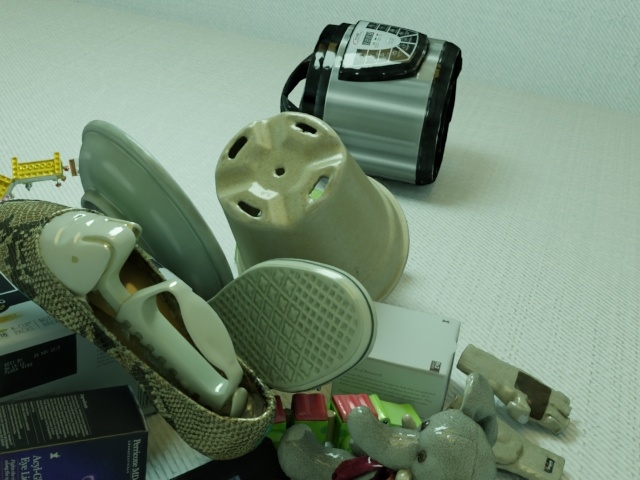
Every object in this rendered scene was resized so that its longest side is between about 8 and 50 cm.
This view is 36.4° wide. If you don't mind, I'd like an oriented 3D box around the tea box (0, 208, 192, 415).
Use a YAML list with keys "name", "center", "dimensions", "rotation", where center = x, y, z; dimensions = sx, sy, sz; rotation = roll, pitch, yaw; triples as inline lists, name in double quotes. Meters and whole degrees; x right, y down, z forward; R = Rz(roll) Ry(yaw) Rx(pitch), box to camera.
- name: "tea box"
  center: [-0.423, 0.132, 1.486]
  dimensions: [0.329, 0.220, 0.323]
  rotation: [-15, 35, -37]

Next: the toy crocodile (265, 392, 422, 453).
- name: "toy crocodile"
  center: [-0.009, 0.272, 1.443]
  dimensions: [0.340, 0.105, 0.115]
  rotation: [1, 28, -13]

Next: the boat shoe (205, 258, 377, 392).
- name: "boat shoe"
  center: [-0.058, 0.133, 1.420]
  dimensions: [0.156, 0.187, 0.500]
  rotation: [-4, -11, -33]

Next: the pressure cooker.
- name: "pressure cooker"
  center: [0.113, -0.339, 2.397]
  dimensions: [0.420, 0.375, 0.370]
  rotation: [13, 2, 11]

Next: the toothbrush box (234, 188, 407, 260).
- name: "toothbrush box"
  center: [0.000, 0.000, 1.962]
  dimensions: [0.283, 0.122, 0.206]
  rotation: [22, 31, 24]

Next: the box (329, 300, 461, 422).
- name: "box"
  center: [0.125, 0.202, 1.598]
  dimensions: [0.182, 0.119, 0.181]
  rotation: [12, 27, 10]

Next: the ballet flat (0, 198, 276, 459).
- name: "ballet flat"
  center: [-0.236, 0.084, 1.276]
  dimensions: [0.483, 0.182, 0.164]
  rotation: [44, 49, 1]

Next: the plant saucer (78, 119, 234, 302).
- name: "plant saucer"
  center: [-0.311, -0.017, 1.686]
  dimensions: [0.100, 0.400, 0.400]
  rotation: [-40, 48, -21]

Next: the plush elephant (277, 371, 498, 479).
- name: "plush elephant"
  center: [0.107, 0.301, 1.211]
  dimensions: [0.330, 0.255, 0.272]
  rotation: [15, 34, 0]

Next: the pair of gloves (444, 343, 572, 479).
- name: "pair of gloves"
  center: [0.295, 0.279, 1.545]
  dimensions: [0.204, 0.042, 0.240]
  rotation: [26, 35, 3]

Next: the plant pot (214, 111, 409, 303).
- name: "plant pot"
  center: [-0.031, -0.053, 1.695]
  dimensions: [0.334, 0.305, 0.334]
  rotation: [-6, 62, 12]

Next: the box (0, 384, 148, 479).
- name: "box"
  center: [-0.338, 0.290, 1.272]
  dimensions: [0.207, 0.153, 0.108]
  rotation: [-6, 30, -23]

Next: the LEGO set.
- name: "LEGO set"
  center: [-0.573, -0.086, 1.911]
  dimensions: [0.287, 0.107, 0.132]
  rotation: [-42, 76, -16]

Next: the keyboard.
- name: "keyboard"
  center: [-0.124, 0.347, 1.319]
  dimensions: [0.180, 0.023, 0.108]
  rotation: [-19, 70, -27]
